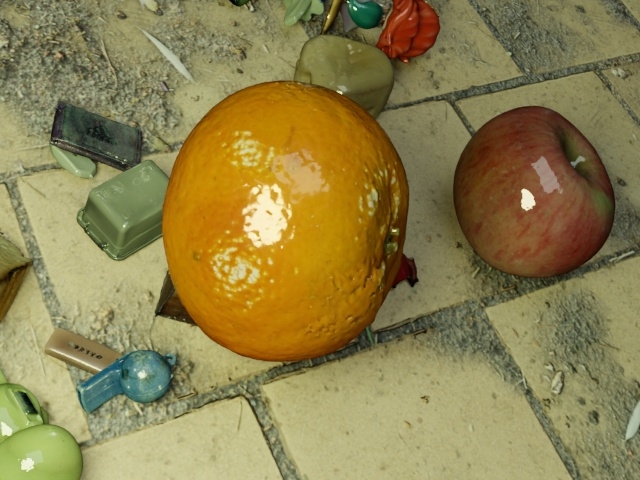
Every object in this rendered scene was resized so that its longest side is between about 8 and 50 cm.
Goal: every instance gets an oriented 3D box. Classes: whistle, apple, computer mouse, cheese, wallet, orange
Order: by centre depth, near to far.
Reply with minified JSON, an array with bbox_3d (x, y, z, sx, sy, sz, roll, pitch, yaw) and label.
[{"bbox_3d":[-0.444,0.279,1.212,0.294,0.141,0.141,36,50,29],"label":"whistle"},{"bbox_3d":[-0.035,-0.027,1.286,0.326,0.423,0.424,8,45,29],"label":"orange"},{"bbox_3d":[-0.285,0.219,1.319,0.158,0.090,0.090,-34,74,-35],"label":"whistle"},{"bbox_3d":[-0.444,-0.143,1.535,0.110,0.032,0.056,47,35,11],"label":"computer mouse"},{"bbox_3d":[-0.405,-0.187,1.562,0.166,0.030,0.111,20,41,-27],"label":"wallet"},{"bbox_3d":[0.413,-0.086,1.700,0.345,0.269,0.344,27,42,-27],"label":"apple"},{"bbox_3d":[0.043,-0.346,1.812,0.218,0.117,0.235,40,49,10],"label":"cheese"},{"bbox_3d":[-0.028,-0.561,1.943,0.092,0.110,0.244,49,43,-30],"label":"whistle"}]

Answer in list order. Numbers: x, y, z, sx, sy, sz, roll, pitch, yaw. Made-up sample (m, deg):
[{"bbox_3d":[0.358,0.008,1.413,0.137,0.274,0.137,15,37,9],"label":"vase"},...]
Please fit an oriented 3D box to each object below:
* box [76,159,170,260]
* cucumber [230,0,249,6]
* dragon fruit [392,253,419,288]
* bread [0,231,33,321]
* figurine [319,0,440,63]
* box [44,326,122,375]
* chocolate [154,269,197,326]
[{"bbox_3d":[-0.323,-0.061,1.488,0.124,0.092,0.172,45,54,11],"label":"box"},{"bbox_3d":[-0.223,-0.607,1.910,0.193,0.086,0.115,47,55,6],"label":"cucumber"},{"bbox_3d":[0.000,0.000,1.576,0.344,0.100,0.282,-21,63,-32],"label":"dragon fruit"},{"bbox_3d":[-0.532,0.023,1.284,0.184,0.224,0.211,32,44,-5],"label":"bread"},{"bbox_3d":[0.143,-0.488,1.908,0.257,0.208,0.180,19,77,-4],"label":"figurine"},{"bbox_3d":[-0.373,0.178,1.350,0.115,0.025,0.048,25,54,-4],"label":"box"},{"bbox_3d":[-0.184,0.008,1.497,0.112,0.112,0.321,26,50,-15],"label":"chocolate"}]
